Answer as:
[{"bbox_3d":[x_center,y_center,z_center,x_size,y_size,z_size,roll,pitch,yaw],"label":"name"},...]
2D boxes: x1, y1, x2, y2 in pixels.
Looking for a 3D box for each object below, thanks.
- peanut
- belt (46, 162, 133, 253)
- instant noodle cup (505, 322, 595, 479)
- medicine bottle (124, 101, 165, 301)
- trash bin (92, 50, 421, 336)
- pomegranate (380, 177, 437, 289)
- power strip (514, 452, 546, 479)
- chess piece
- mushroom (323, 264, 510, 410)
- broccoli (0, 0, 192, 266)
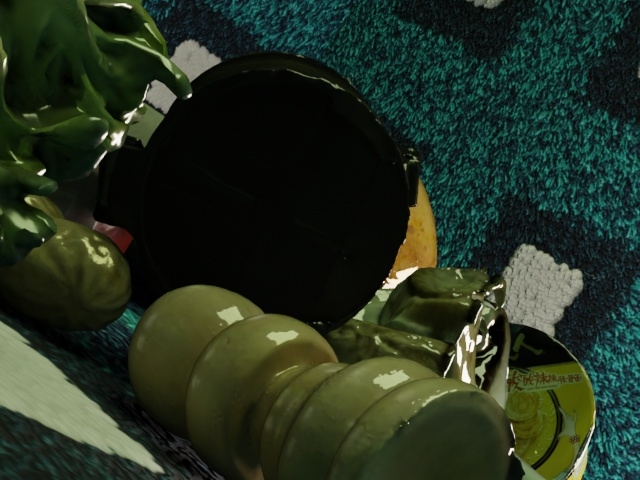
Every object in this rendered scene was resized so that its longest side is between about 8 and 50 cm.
[{"bbox_3d":[-0.211,0.004,1.075,0.187,0.082,0.082,34,0,33],"label":"peanut"},{"bbox_3d":[-0.260,-0.052,1.332,0.227,0.115,0.324,31,1,-11],"label":"belt"},{"bbox_3d":[0.229,0.228,1.785,0.216,0.215,0.236,33,-8,25],"label":"instant noodle cup"},{"bbox_3d":[-0.206,-0.053,1.629,0.375,0.123,0.282,32,-24,34],"label":"medicine bottle"},{"bbox_3d":[-0.036,-0.043,1.186,0.252,0.202,0.301,6,8,-3],"label":"trash bin"},{"bbox_3d":[0.000,0.000,1.931,0.322,0.322,0.322,33,0,0],"label":"pomegranate"},{"bbox_3d":[0.142,0.225,1.501,0.062,0.091,0.385,36,0,-6],"label":"power strip"},{"bbox_3d":[-0.019,0.109,0.928,0.261,0.142,0.143,23,-7,43],"label":"chess piece"},{"bbox_3d":[0.056,0.123,1.255,0.164,0.189,0.267,7,18,18],"label":"mushroom"},{"bbox_3d":[-0.211,-0.129,0.607,0.334,0.272,0.324,48,12,-3],"label":"broccoli"}]
